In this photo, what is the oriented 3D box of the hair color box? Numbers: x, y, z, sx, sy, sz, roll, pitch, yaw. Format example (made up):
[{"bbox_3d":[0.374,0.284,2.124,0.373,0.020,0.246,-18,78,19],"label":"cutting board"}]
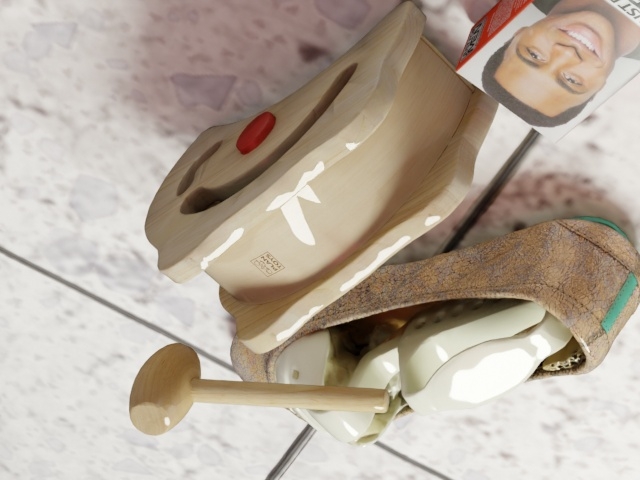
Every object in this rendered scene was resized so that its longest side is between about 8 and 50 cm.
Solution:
[{"bbox_3d":[0.141,-0.117,0.868,0.072,0.043,0.141,34,137,-13],"label":"hair color box"}]

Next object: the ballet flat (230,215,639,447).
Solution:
[{"bbox_3d":[0.050,0.068,1.044,0.316,0.106,0.107,-23,121,38],"label":"ballet flat"}]

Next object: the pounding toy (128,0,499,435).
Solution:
[{"bbox_3d":[0.000,0.000,0.982,0.269,0.154,0.155,-38,112,23],"label":"pounding toy"}]
